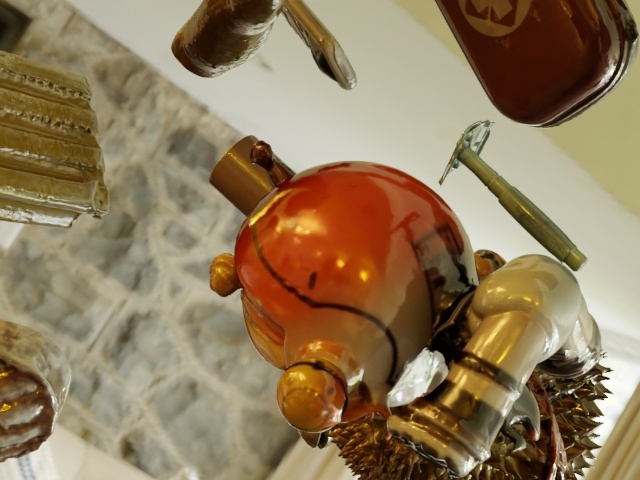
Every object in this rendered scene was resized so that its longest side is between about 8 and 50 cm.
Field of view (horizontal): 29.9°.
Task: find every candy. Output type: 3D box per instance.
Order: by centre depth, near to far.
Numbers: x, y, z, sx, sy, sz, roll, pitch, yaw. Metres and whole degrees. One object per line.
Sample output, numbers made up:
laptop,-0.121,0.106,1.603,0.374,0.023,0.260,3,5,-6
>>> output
candy,-0.513,0.226,1.735,0.157,0.289,0.214,-94,175,-59

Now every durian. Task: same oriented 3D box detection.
durian,0.178,0.196,1.492,0.347,0.347,0.384,28,14,27

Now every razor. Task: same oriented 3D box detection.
razor,0.155,-0.027,0.931,0.135,0.040,0.068,46,-24,14

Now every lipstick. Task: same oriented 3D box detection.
lipstick,0.000,0.000,1.223,0.254,0.070,0.070,43,-7,9

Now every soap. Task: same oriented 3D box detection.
soap,-0.343,-0.109,1.225,0.089,0.173,0.274,-19,-16,28

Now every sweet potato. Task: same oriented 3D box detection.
sweet potato,-0.076,-0.211,1.140,0.077,0.077,0.243,35,-22,-18

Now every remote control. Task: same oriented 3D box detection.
remote control,-0.025,-0.235,1.273,0.067,0.029,0.261,57,0,-39

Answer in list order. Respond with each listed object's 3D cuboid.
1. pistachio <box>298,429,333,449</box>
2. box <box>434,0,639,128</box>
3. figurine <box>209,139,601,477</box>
pistachio,0.013,0.227,1.814,0.108,0.185,0.126,14,-20,-12
box,0.278,-0.358,1.687,0.263,0.108,0.404,-37,-103,48
figurine,0.060,0.044,1.022,0.323,0.196,0.320,23,31,28
